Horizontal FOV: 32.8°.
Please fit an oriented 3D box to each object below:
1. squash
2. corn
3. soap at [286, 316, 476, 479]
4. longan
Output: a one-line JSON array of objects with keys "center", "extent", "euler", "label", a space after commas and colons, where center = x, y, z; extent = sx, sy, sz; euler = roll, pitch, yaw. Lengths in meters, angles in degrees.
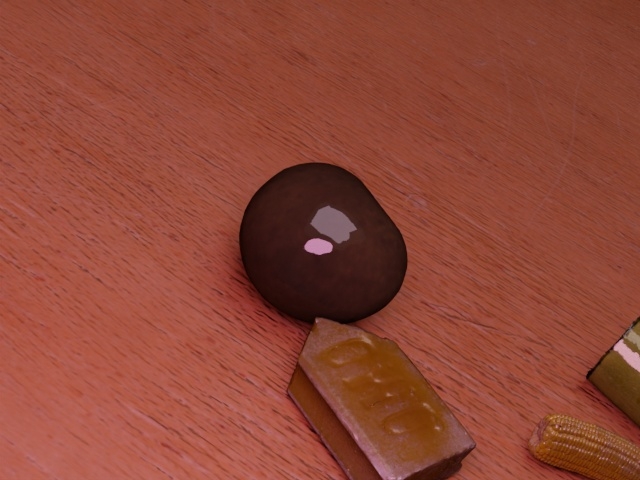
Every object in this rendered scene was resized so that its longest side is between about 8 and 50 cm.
[{"center": [0.523, 0.237, 1.601], "extent": [0.247, 0.132, 0.132], "euler": [45, 44, 19], "label": "squash"}, {"center": [0.372, 0.292, 1.497], "extent": [0.165, 0.085, 0.063], "euler": [24, 23, -7], "label": "corn"}, {"center": [0.064, 0.213, 1.430], "extent": [0.160, 0.080, 0.257], "euler": [-15, 54, -38], "label": "soap"}, {"center": [0.000, 0.000, 1.528], "extent": [0.246, 0.215, 0.246], "euler": [19, 55, -30], "label": "longan"}]
